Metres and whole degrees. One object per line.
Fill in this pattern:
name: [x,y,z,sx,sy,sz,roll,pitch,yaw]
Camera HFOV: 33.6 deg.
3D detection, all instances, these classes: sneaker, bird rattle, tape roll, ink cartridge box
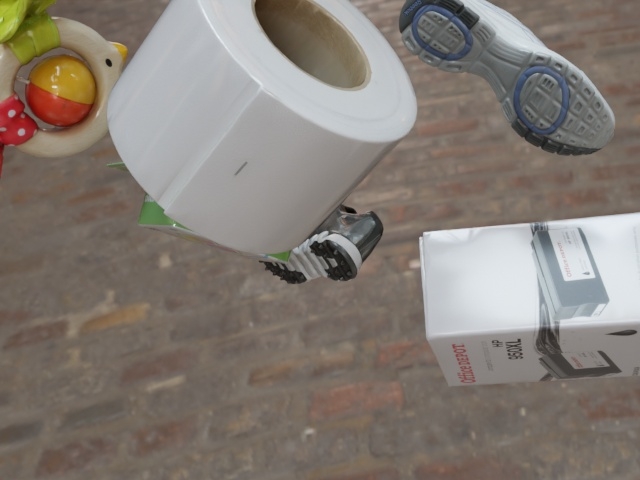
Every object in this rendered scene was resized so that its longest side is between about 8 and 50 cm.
sneaker: [0.241,-0.221,1.293,0.297,0.111,0.129,40,36,2]
bird rattle: [-0.325,-0.171,1.207,0.207,0.253,0.143,14,1,-33]
tape roll: [-0.054,-0.132,0.999,0.169,0.246,0.246,-46,9,33]
ink cartridge box: [-0.142,-0.031,1.231,0.209,0.062,0.109,19,-8,-31]
sneaker: [0.000,0.000,1.367,0.106,0.078,0.234,-43,22,-27]
ink cartridge box: [0.356,0.092,1.526,0.395,0.285,0.166,-5,67,12]
